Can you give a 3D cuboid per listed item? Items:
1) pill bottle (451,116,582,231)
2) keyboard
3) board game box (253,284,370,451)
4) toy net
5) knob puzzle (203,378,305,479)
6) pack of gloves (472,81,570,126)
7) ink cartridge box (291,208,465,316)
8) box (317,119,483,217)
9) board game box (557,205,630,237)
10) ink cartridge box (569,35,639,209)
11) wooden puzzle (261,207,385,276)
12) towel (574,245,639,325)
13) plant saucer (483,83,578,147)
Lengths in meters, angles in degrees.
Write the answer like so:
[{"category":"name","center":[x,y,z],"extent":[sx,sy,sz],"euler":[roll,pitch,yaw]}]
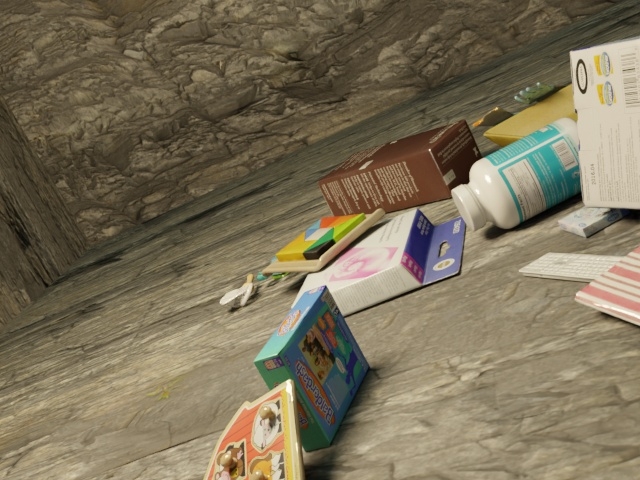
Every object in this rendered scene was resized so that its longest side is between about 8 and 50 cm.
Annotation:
[{"category":"pill bottle","center":[0.388,-0.117,1.666],"extent":[0.264,0.146,0.146],"euler":[-27,14,0]},{"category":"keyboard","center":[0.413,0.041,1.341],"extent":[0.072,0.014,0.256],"euler":[-33,16,-22]},{"category":"board game box","center":[-0.007,0.185,1.298],"extent":[0.047,0.160,0.210],"euler":[-20,15,27]},{"category":"toy net","center":[-0.134,0.100,2.062],"extent":[0.232,0.045,0.122],"euler":[-39,20,-33]},{"category":"knob puzzle","center":[-0.103,0.296,1.163],"extent":[0.213,0.030,0.213],"euler":[-32,42,34]},{"category":"pack of gloves","center":[0.525,-0.328,2.211],"extent":[0.195,0.046,0.232],"euler":[-34,-16,37]},{"category":"ink cartridge box","center":[0.126,0.036,1.767],"extent":[0.330,0.071,0.324],"euler":[-24,14,19]},{"category":"box","center":[0.198,-0.168,2.207],"extent":[0.381,0.143,0.191],"euler":[-11,21,43]},{"category":"board game box","center":[0.471,-0.040,1.505],"extent":[0.090,0.020,0.090],"euler":[-27,14,-5]},{"category":"ink cartridge box","center":[0.539,-0.188,1.355],"extent":[0.151,0.269,0.395],"euler":[-10,8,-25]},{"category":"wooden puzzle","center":[0.000,0.000,1.903],"extent":[0.221,0.044,0.239],"euler":[-39,15,-32]},{"category":"towel","center":[0.462,0.052,1.172],"extent":[0.197,0.029,0.144],"euler":[-32,24,-17]},{"category":"plant saucer","center":[0.591,-0.283,2.016],"extent":[0.333,0.081,0.333],"euler":[-28,14,-8]}]
